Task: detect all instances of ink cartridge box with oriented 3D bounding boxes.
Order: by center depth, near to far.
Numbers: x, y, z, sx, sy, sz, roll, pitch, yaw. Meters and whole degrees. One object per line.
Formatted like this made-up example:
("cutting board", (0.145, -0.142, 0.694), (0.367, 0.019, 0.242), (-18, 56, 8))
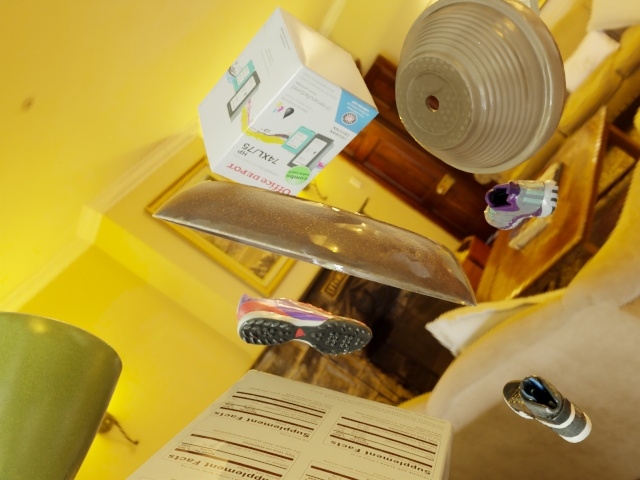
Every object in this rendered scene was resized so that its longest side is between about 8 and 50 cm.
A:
("ink cartridge box", (-0.071, -0.250, 1.249), (0.270, 0.198, 0.197), (-43, 45, 28))

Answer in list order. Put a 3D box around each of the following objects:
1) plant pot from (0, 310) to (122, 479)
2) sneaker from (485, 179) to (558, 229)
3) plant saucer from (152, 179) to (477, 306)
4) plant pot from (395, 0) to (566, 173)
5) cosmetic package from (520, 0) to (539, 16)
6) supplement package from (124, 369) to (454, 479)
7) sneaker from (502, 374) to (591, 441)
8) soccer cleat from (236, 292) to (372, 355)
("plant pot", (-0.454, 0.296, 0.938), (0.274, 0.275, 0.293), (124, 154, -48))
("sneaker", (0.324, -0.074, 1.155), (0.224, 0.098, 0.083), (142, 136, -76))
("plant saucer", (0.000, 0.000, 0.621), (0.310, 0.311, 0.050), (104, -178, -88))
("plant pot", (0.173, -0.186, 0.826), (0.110, 0.237, 0.237), (-28, -17, -35))
("cosmetic package", (0.401, -0.462, 1.303), (0.041, 0.060, 0.115), (-45, -51, -35))
("supplement package", (-0.023, 0.209, 0.358), (0.203, 0.150, 0.194), (-28, -53, -71))
("sneaker", (0.398, 0.285, 1.223), (0.079, 0.121, 0.217), (-50, 21, -9))
("soccer cleat", (-0.034, 0.182, 1.482), (0.116, 0.319, 0.108), (-106, 31, -50))
